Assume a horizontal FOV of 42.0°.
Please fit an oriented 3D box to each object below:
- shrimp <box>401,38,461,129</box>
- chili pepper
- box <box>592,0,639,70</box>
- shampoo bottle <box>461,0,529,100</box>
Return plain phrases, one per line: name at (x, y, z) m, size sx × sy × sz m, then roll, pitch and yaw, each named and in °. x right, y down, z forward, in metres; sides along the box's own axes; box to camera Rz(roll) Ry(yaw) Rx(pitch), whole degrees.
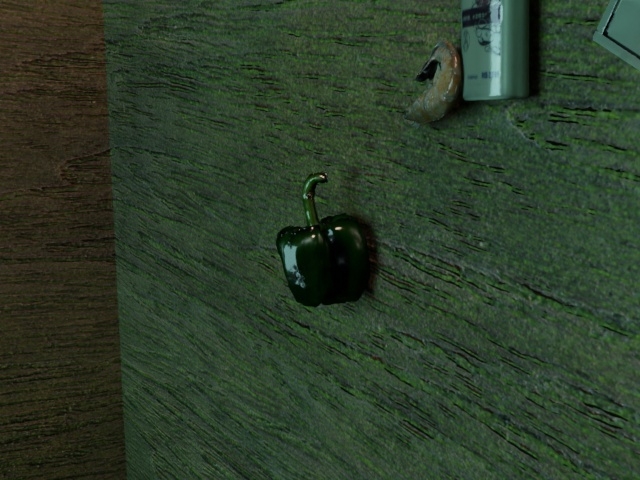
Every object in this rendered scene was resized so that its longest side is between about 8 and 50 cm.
shrimp at (0.179, -0.250, 1.356) m, size 0.223 × 0.047 × 0.126 m, roll 159°, pitch 115°, yaw -74°
chili pepper at (0.000, 0.000, 1.626) m, size 0.165 × 0.173 × 0.261 m, roll 148°, pitch 111°, yaw -82°
box at (0.455, -0.266, 0.891) m, size 0.225 × 0.117 × 0.225 m, roll 51°, pitch 136°, yaw 39°
shampoo bottle at (0.251, -0.388, 1.223) m, size 0.134 × 0.078 × 0.360 m, roll -162°, pitch 68°, yaw -66°
